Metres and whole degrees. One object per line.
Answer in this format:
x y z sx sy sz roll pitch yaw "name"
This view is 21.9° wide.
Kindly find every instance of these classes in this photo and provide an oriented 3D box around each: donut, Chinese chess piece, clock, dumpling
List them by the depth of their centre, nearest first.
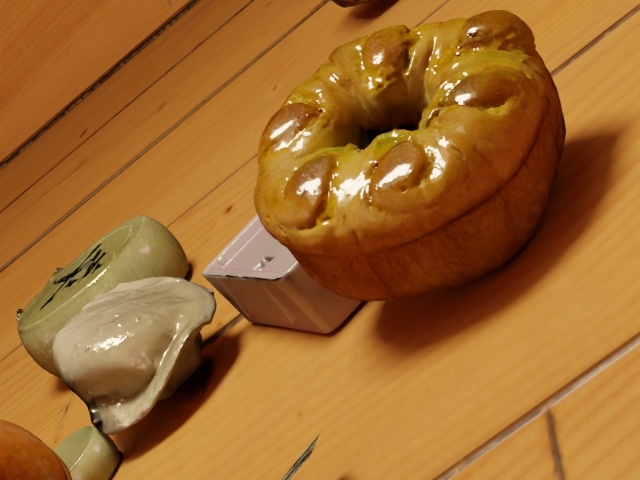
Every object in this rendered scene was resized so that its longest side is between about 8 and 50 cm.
0.062 -0.059 1.132 0.226 0.114 0.226 -19 39 16 "donut"
0.000 0.000 1.315 0.150 0.063 0.197 -47 15 -15 "clock"
-0.201 0.191 1.350 0.084 0.034 0.084 -39 18 15 "Chinese chess piece"
-0.146 0.087 1.381 0.150 0.092 0.176 -25 9 11 "dumpling"
-0.221 0.056 1.674 0.188 0.083 0.188 -38 13 11 "Chinese chess piece"

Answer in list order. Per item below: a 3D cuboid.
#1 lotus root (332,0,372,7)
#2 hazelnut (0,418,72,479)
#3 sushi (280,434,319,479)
0.091 -0.404 2.026 0.291 0.193 0.193 -44 15 1 "lotus root"
-0.262 0.208 1.254 0.150 0.150 0.150 -39 16 13 "hazelnut"
-0.046 0.194 0.907 0.193 0.040 0.210 -51 -3 0 "sushi"
